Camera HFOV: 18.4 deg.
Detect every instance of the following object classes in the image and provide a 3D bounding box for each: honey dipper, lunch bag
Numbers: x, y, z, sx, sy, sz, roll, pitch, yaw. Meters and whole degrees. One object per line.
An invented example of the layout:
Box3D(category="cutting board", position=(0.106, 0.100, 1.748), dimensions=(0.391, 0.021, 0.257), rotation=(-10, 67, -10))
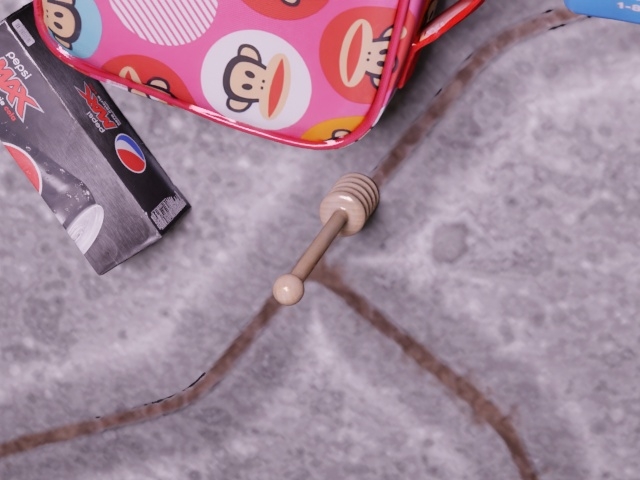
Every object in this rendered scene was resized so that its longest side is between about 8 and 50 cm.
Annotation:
Box3D(category="honey dipper", position=(0.000, 0.000, 1.175), dimensions=(0.030, 0.160, 0.030), rotation=(7, 113, 16))
Box3D(category="lunch bag", position=(-0.015, -0.204, 1.116), dimensions=(0.258, 0.120, 0.293), rotation=(20, 116, 8))

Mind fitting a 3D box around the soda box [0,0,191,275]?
Box3D(category="soda box", position=(-0.160, -0.066, 1.259), dimensions=(0.060, 0.053, 0.169), rotation=(-31, 100, 26))

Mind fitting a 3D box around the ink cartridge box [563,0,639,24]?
Box3D(category="ink cartridge box", position=(0.258, -0.248, 0.869), dimensions=(0.285, 0.166, 0.395), rotation=(12, 155, 13))
